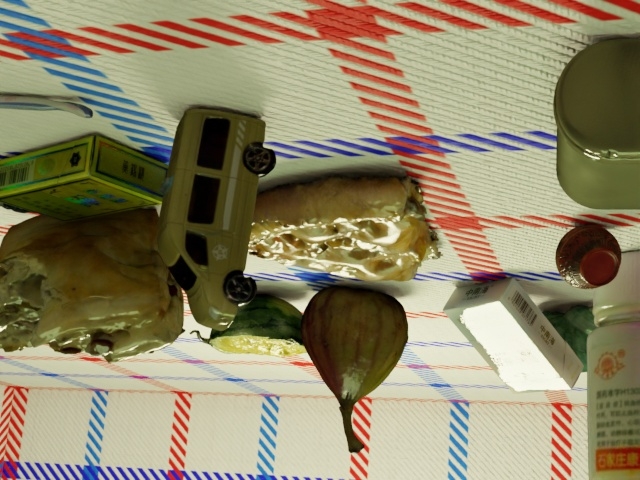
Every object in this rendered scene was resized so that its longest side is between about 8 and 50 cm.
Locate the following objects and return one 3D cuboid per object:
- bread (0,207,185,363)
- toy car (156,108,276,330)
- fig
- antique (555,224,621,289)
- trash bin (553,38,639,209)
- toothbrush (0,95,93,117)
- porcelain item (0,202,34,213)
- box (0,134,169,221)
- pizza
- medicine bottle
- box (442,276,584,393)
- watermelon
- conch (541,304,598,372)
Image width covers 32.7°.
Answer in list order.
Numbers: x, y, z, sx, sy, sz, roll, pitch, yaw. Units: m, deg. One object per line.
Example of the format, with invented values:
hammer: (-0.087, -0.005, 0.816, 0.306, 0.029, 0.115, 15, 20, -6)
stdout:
bread: (-0.362, 0.065, 1.630, 0.314, 0.191, 0.370, -9, -166, -2)
toy car: (-0.134, -0.026, 1.302, 0.125, 0.256, 0.101, 12, 164, -15)
fig: (0.066, 0.251, 2.116, 0.217, 0.320, 0.217, 2, 159, 1)
antique: (0.401, 0.025, 1.634, 0.104, 0.104, 0.104, 4, 164, 1)
trash bin: (0.363, -0.109, 1.134, 0.243, 0.121, 0.247, 1, 166, 10)
toothbrush: (-0.405, -0.163, 1.301, 0.269, 0.027, 0.021, 4, -179, 2)
porcelain item: (-0.462, -0.061, 1.690, 0.136, 0.021, 0.075, 8, 160, -16)
box: (-0.333, -0.081, 1.507, 0.220, 0.064, 0.141, -6, 161, 39)
pizza: (-0.021, -0.009, 1.660, 0.392, 0.080, 0.435, 1, 162, 11)
medicine bottle: (0.546, 0.225, 1.774, 0.219, 0.388, 0.219, 4, 163, 1)
box: (0.362, 0.183, 2.047, 0.243, 0.067, 0.155, 50, 147, -20)
watermelon: (-0.127, 0.174, 2.244, 0.232, 0.127, 0.204, 2, 165, 13)
conch: (0.486, 0.191, 2.157, 0.188, 0.121, 0.176, -13, -159, 27)
